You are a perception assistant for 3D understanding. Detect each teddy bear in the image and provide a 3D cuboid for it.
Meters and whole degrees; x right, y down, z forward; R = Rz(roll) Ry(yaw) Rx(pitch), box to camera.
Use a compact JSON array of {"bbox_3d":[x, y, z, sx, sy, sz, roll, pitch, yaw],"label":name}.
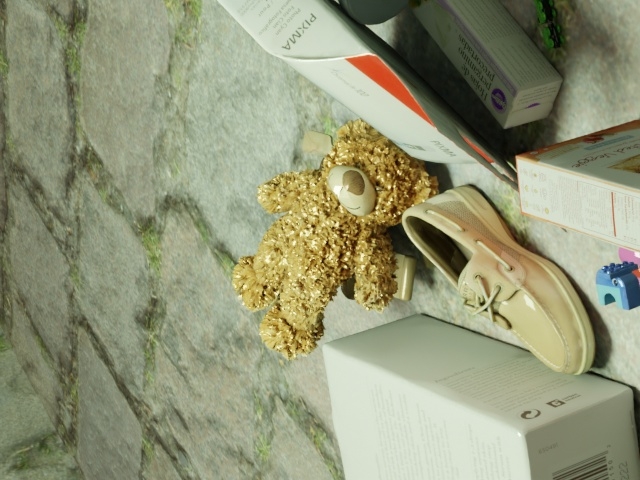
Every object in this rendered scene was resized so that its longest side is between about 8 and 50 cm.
[{"bbox_3d":[0.000,0.000,1.996,0.338,0.113,0.245,-34,59,38],"label":"teddy bear"}]

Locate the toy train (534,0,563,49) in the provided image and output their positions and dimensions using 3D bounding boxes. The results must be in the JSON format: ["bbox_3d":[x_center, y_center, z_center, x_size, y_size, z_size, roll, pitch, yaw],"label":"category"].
[{"bbox_3d":[0.239,-0.242,1.664,0.023,0.017,0.083,167,86,-75],"label":"toy train"}]

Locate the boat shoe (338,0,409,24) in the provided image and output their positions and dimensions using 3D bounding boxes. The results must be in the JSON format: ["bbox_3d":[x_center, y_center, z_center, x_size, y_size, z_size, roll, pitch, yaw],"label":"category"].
[{"bbox_3d":[0.033,-0.425,1.698,0.156,0.135,0.367,50,155,42],"label":"boat shoe"}]

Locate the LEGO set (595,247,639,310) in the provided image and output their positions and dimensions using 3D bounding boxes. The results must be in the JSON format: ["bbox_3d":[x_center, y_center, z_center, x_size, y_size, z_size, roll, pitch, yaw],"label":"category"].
[{"bbox_3d":[0.341,0.019,1.544,0.227,0.087,0.093,10,116,60],"label":"LEGO set"}]

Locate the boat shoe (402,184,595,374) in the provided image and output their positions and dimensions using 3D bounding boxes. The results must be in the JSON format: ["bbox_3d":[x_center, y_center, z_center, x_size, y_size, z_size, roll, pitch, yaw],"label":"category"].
[{"bbox_3d":[0.204,0.053,1.823,0.302,0.098,0.109,52,148,36],"label":"boat shoe"}]

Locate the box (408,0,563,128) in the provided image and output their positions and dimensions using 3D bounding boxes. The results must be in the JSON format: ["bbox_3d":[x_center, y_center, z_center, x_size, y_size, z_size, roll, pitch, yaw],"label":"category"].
[{"bbox_3d":[0.153,-0.262,1.765,0.324,0.067,0.063,56,149,29],"label":"box"}]

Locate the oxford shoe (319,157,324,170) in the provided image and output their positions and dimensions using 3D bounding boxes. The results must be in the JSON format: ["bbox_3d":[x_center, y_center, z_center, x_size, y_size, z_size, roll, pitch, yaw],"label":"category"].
[{"bbox_3d":[0.058,-0.023,2.103,0.076,0.076,0.212,-19,89,56],"label":"oxford shoe"}]

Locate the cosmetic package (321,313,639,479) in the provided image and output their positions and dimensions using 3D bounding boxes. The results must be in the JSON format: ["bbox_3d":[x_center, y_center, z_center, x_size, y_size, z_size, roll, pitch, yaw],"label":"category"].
[{"bbox_3d":[0.191,0.254,1.905,0.453,0.161,0.230,18,121,59],"label":"cosmetic package"}]

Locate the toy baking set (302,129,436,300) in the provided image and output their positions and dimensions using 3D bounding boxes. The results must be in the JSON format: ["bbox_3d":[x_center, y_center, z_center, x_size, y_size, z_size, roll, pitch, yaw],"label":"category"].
[{"bbox_3d":[0.052,-0.036,2.055,0.196,0.030,0.256,-17,85,35],"label":"toy baking set"}]

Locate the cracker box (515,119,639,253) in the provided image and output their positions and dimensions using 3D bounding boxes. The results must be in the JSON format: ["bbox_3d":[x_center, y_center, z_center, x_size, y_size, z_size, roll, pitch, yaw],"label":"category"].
[{"bbox_3d":[0.315,-0.051,1.471,0.232,0.155,0.067,24,126,57],"label":"cracker box"}]

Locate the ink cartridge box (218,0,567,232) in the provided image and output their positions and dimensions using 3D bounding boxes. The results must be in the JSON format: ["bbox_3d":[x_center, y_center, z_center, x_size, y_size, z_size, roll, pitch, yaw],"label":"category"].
[{"bbox_3d":[0.076,-0.148,1.749,0.091,0.308,0.385,-46,51,10],"label":"ink cartridge box"}]
